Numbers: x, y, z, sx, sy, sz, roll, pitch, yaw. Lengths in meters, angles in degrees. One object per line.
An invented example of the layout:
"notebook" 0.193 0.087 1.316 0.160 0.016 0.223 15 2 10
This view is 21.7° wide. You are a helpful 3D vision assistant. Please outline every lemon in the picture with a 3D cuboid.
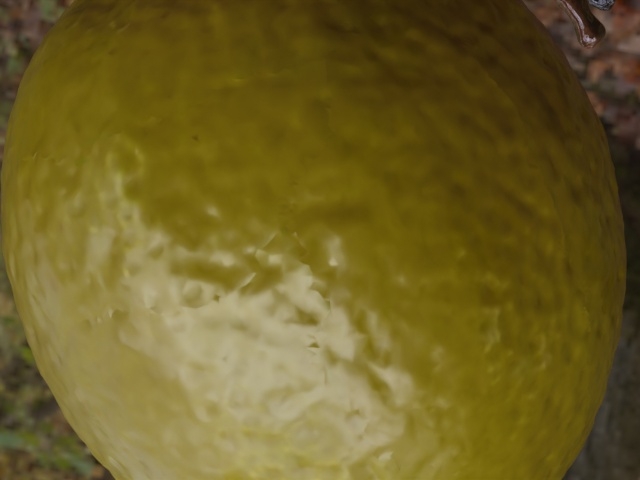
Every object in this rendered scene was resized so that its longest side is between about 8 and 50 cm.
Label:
"lemon" 0.000 0.000 0.504 0.187 0.244 0.187 -18 -167 4

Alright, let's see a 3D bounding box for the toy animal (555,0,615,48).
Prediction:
"toy animal" 0.028 -0.138 0.797 0.230 0.066 0.224 30 137 9
